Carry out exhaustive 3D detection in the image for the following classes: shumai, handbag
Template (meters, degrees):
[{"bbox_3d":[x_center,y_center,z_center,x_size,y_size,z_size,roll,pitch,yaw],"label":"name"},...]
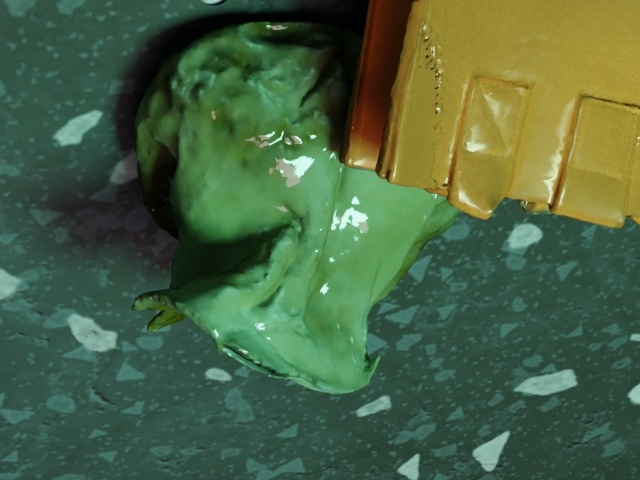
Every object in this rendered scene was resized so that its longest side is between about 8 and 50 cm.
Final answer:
[{"bbox_3d":[0.000,0.000,1.330,0.330,0.288,0.292,2,132,-20],"label":"shumai"},{"bbox_3d":[0.232,-0.160,1.290,0.410,0.116,0.303,8,97,-25],"label":"handbag"}]

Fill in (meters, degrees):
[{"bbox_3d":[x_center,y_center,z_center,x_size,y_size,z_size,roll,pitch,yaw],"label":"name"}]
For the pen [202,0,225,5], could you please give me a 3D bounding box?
[{"bbox_3d":[-0.132,-0.284,1.185,0.033,0.033,0.269,-24,137,5],"label":"pen"}]
